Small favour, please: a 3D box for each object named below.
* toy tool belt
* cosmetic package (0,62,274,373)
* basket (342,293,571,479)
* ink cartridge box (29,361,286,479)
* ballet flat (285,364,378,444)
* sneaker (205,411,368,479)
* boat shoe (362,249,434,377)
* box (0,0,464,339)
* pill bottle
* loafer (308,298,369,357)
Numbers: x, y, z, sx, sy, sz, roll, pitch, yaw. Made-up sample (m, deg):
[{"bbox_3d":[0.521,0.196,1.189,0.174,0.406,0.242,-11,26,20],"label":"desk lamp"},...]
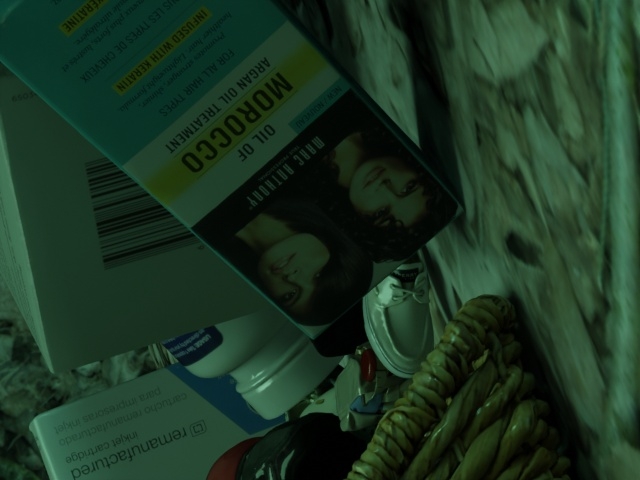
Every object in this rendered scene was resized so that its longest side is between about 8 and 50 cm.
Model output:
[{"bbox_3d":[0.042,0.084,1.148,0.083,0.051,0.052,121,145,-62],"label":"toy tool belt"},{"bbox_3d":[-0.157,-0.110,1.151,0.365,0.155,0.197,-126,24,-51],"label":"cosmetic package"},{"bbox_3d":[0.019,0.193,0.970,0.299,0.213,0.223,105,143,-72],"label":"basket"},{"bbox_3d":[-0.063,0.239,1.461,0.129,0.223,0.307,144,105,-79],"label":"ink cartridge box"},{"bbox_3d":[0.013,0.119,1.285,0.188,0.070,0.070,159,91,-80],"label":"ballet flat"},{"bbox_3d":[0.044,0.217,1.187,0.276,0.097,0.135,51,137,11],"label":"sneaker"},{"bbox_3d":[0.042,0.022,1.019,0.035,0.035,0.100,128,137,-70],"label":"boat shoe"},{"bbox_3d":[-0.044,-0.062,0.867,0.244,0.100,0.060,43,-171,-40],"label":"box"},{"bbox_3d":[-0.071,0.026,1.293,0.186,0.112,0.112,47,173,-9],"label":"pill bottle"},{"bbox_3d":[0.000,0.000,1.142,0.170,0.062,0.061,86,166,-52],"label":"loafer"}]
